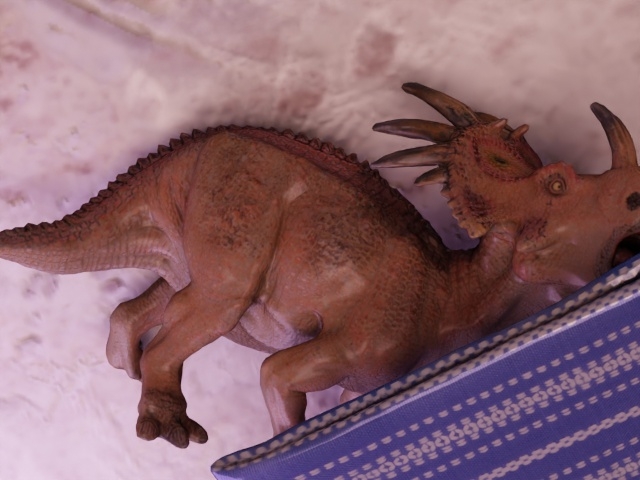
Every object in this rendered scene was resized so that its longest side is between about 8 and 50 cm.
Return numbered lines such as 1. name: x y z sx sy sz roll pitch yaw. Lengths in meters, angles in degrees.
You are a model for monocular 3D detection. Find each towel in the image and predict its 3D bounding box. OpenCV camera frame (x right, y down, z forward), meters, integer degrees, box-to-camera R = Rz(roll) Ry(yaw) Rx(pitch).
1. towel: 0.125 0.137 0.915 0.243 0.040 0.336 -27 136 8

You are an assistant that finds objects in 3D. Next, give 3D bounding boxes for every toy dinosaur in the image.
1. toy dinosaur: 0.000 0.000 0.901 0.295 0.127 0.200 18 99 4
